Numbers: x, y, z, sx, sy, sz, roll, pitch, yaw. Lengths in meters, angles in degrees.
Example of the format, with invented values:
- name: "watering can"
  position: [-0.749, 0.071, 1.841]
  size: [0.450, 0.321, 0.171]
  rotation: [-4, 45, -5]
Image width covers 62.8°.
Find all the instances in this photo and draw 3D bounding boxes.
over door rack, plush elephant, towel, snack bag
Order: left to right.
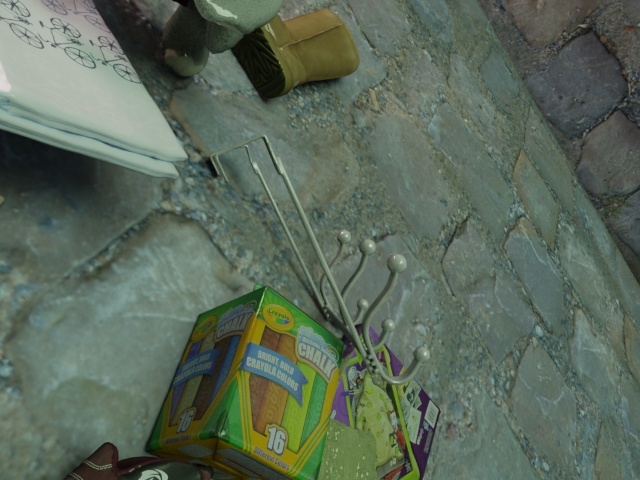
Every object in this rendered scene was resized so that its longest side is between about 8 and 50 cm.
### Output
- name: "snack bag"
  position: [-0.306, -0.205, 0.449]
  size: [0.342, 0.037, 0.323]
  rotation: [14, 36, -54]
- name: "plush elephant"
  position: [-0.170, -0.329, 0.558]
  size: [0.272, 0.330, 0.255]
  rotation: [57, 29, -20]
- name: "over door rack"
  position: [0.000, 0.000, 0.651]
  size: [0.108, 0.239, 0.324]
  rotation: [-37, 104, -6]
- name: "towel"
  position: [0.022, 0.289, 0.617]
  size: [0.110, 0.027, 0.148]
  rotation: [32, 50, -32]

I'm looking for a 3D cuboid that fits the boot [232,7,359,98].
- name: "boot"
  position: [-0.055, -0.375, 0.913]
  size: [0.269, 0.089, 0.236]
  rotation: [-42, 113, -49]

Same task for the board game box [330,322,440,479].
- name: "board game box"
  position: [0.053, 0.302, 0.701]
  size: [0.208, 0.056, 0.347]
  rotation: [54, 40, -18]

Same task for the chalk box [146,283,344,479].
- name: "chalk box"
  position: [-0.068, 0.145, 0.580]
  size: [0.132, 0.132, 0.213]
  rotation: [39, 46, -28]

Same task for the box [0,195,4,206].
- name: "box"
  position: [-0.311, 0.067, 0.350]
  size: [0.036, 0.136, 0.225]
  rotation: [39, 45, -29]

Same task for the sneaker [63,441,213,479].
- name: "sneaker"
  position: [-0.122, 0.291, 0.457]
  size: [0.281, 0.106, 0.162]
  rotation: [53, 45, -13]
